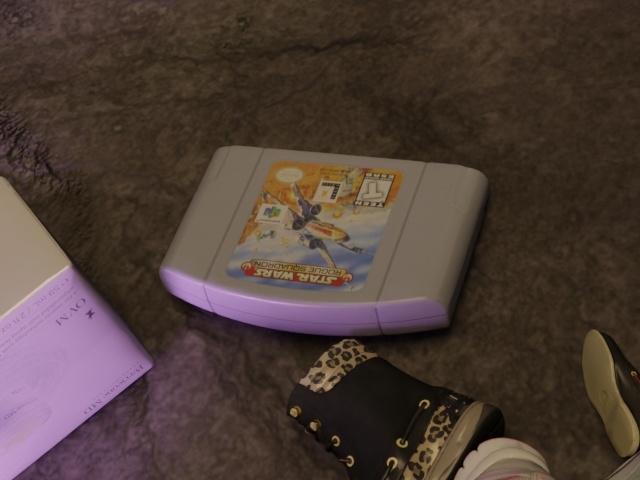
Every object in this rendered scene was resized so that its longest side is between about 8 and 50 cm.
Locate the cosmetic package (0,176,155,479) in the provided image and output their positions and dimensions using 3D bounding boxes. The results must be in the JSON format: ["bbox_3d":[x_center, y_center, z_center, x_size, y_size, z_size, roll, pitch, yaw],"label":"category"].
[{"bbox_3d":[-0.312,0.101,1.373,0.224,0.224,0.138,-39,60,-7],"label":"cosmetic package"}]

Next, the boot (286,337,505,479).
[{"bbox_3d":[0.032,0.210,1.295,0.178,0.085,0.236,29,72,33],"label":"boot"}]

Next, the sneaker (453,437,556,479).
[{"bbox_3d":[0.120,0.281,1.174,0.103,0.111,0.252,27,85,-9],"label":"sneaker"}]

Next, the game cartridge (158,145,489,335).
[{"bbox_3d":[0.000,0.000,1.418,0.297,0.062,0.198,6,47,20],"label":"game cartridge"}]

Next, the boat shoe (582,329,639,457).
[{"bbox_3d":[0.268,0.136,1.287,0.042,0.049,0.133,2,46,-20],"label":"boat shoe"}]

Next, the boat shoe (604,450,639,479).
[{"bbox_3d":[0.272,0.227,1.214,0.226,0.076,0.083,-46,69,14],"label":"boat shoe"}]
